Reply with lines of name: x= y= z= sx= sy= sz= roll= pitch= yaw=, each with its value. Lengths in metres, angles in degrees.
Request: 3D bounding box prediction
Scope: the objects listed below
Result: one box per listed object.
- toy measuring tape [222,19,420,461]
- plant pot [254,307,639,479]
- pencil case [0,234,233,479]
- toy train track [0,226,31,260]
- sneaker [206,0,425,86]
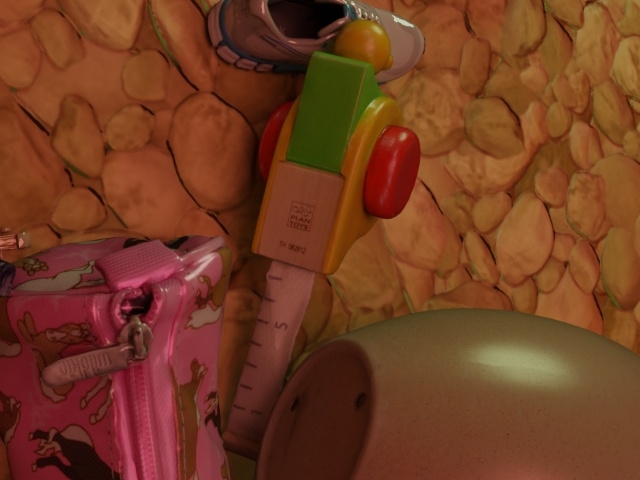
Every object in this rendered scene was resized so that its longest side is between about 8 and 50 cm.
toy measuring tape: x=0.000 y=0.000 z=0.655 sx=0.121 sy=0.121 sz=0.330 roll=10 pitch=99 yaw=-31
plant pot: x=0.069 y=0.160 z=0.573 sx=0.191 sy=0.284 sz=0.284 roll=27 pitch=74 yaw=-25
pencil case: x=-0.110 y=0.191 z=0.518 sx=0.167 sy=0.160 sz=0.386 roll=-14 pitch=99 yaw=-69
toy train track: x=-0.228 y=0.004 z=0.554 sx=0.083 sy=0.014 sz=0.048 roll=-9 pitch=92 yaw=-31
sneaker: x=0.014 y=-0.160 z=0.671 sx=0.190 sy=0.083 sz=0.071 roll=-3 pitch=88 yaw=-33
